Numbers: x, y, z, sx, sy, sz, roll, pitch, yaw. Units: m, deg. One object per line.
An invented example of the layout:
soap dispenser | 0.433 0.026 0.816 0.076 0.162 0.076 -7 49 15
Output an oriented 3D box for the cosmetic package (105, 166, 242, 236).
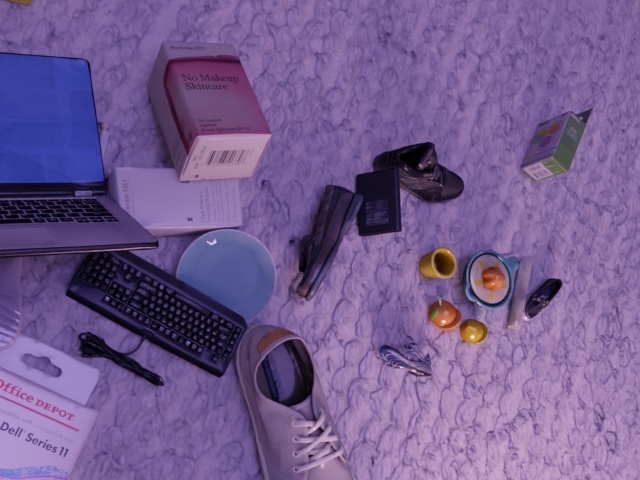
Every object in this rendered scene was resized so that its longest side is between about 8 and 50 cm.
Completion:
cosmetic package | -0.269 -0.069 1.450 0.231 0.085 0.117 -3 79 -31

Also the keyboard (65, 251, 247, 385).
keyboard | -0.301 0.153 1.401 0.317 0.033 0.201 31 71 -15

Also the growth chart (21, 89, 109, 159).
growth chart | -0.490 -0.182 1.390 0.237 0.021 0.172 25 69 -22

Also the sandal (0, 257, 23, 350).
sandal | -0.535 0.061 1.275 0.102 0.076 0.265 3 63 -25

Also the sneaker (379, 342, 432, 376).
sneaker | 0.178 0.240 1.652 0.135 0.052 0.058 28 57 -29

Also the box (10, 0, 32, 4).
box | -0.616 -0.480 1.365 0.232 0.058 0.087 3 77 -27

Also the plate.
plate | -0.176 0.070 1.475 0.188 0.024 0.188 -2 99 -13

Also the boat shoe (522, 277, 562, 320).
boat shoe | 0.521 0.135 1.861 0.142 0.040 0.049 -44 101 -29

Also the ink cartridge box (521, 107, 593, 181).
ink cartridge box | 0.581 -0.251 1.939 0.062 0.109 0.209 37 65 -18

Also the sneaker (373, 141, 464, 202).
sneaker | 0.241 -0.146 1.721 0.227 0.130 0.087 20 72 -26

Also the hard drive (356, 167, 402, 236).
hard drive | 0.123 -0.081 1.663 0.022 0.094 0.135 18 68 -58

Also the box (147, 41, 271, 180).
box | -0.207 -0.239 1.450 0.148 0.127 0.232 -7 59 -30

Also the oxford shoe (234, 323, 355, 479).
oxford shoe | -0.033 0.366 1.460 0.169 0.130 0.449 -21 91 -32

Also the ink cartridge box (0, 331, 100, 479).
ink cartridge box | -0.491 0.320 1.223 0.207 0.119 0.353 30 67 -20

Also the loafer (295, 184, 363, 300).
loafer | 0.000 0.000 1.591 0.084 0.096 0.267 28 59 0

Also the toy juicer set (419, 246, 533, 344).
toy juicer set | 0.377 0.124 1.757 0.329 0.089 0.209 3 78 -29

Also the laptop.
laptop | -0.494 -0.149 1.223 0.382 0.408 0.236 -4 111 -33
